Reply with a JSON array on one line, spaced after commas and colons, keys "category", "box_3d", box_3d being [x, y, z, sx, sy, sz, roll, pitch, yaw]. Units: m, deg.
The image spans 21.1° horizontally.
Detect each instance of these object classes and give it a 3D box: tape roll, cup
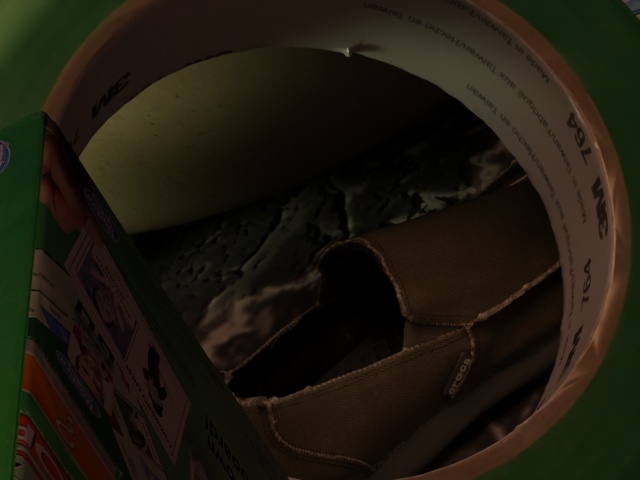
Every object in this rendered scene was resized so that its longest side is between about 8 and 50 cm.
[{"category": "tape roll", "box_3d": [0.000, 0.000, 0.693, 0.321, 0.077, 0.321, 3, 67, -7]}, {"category": "cup", "box_3d": [-0.101, -0.137, 0.977, 0.237, 0.331, 0.331, -44, 25, 26]}]

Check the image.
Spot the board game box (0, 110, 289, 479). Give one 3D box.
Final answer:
[{"category": "board game box", "box_3d": [-0.015, 0.145, 0.457, 0.046, 0.317, 0.213, -24, 32, 10]}]

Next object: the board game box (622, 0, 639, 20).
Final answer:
[{"category": "board game box", "box_3d": [0.209, -0.150, 0.972, 0.136, 0.035, 0.201, -11, 36, 26]}]

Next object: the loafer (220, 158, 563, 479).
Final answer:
[{"category": "loafer", "box_3d": [0.052, 0.030, 0.785, 0.251, 0.087, 0.094, -43, 35, -22]}]
